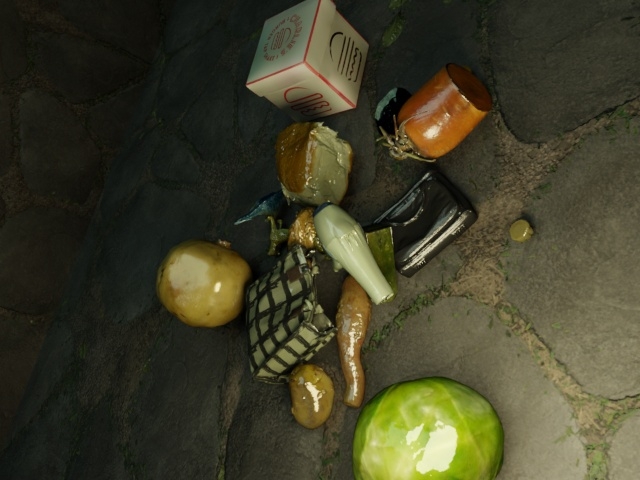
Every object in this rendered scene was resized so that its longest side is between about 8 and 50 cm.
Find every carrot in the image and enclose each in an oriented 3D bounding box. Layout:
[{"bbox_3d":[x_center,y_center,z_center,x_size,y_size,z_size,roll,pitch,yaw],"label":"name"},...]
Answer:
[{"bbox_3d":[0.329,-0.346,1.552,0.331,0.193,0.214,-41,4,21],"label":"carrot"}]

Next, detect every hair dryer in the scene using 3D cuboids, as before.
[{"bbox_3d":[0.095,0.072,1.439,0.118,0.298,0.296,-30,51,-11],"label":"hair dryer"}]

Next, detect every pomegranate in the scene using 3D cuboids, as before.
[{"bbox_3d":[-0.399,0.140,1.883,0.332,0.332,0.333,-22,54,33],"label":"pomegranate"}]

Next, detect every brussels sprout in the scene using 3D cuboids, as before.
[{"bbox_3d":[0.211,0.457,1.155,0.281,0.289,0.355,43,122,36],"label":"brussels sprout"}]

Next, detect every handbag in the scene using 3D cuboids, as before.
[{"bbox_3d":[0.280,-0.055,1.525,0.275,0.088,0.244,-45,40,16],"label":"handbag"},{"bbox_3d":[-0.096,0.217,1.618,0.327,0.162,0.325,-48,39,39],"label":"handbag"}]

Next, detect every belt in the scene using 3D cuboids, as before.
[{"bbox_3d":[0.253,-0.402,1.746,0.151,0.078,0.199,-24,55,37],"label":"belt"}]

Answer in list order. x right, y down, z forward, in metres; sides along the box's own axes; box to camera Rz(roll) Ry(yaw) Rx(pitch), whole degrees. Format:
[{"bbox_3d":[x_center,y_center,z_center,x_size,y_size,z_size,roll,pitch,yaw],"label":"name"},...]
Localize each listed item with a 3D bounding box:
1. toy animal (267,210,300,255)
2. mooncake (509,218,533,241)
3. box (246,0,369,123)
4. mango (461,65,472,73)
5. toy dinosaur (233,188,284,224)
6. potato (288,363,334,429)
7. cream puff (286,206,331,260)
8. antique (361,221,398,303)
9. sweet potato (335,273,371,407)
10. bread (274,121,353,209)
[{"bbox_3d":[-0.108,-0.024,1.888,0.181,0.073,0.136,-10,68,26],"label":"toy animal"},{"bbox_3d":[0.608,-0.053,1.231,0.346,0.057,0.151,9,87,43],"label":"mooncake"},{"bbox_3d":[-0.041,-0.660,2.004,0.312,0.300,0.315,-5,65,42],"label":"box"},{"bbox_3d":[0.426,-0.489,1.652,0.078,0.057,0.114,13,68,50],"label":"mango"},{"bbox_3d":[-0.195,-0.127,1.951,0.076,0.363,0.147,42,142,11],"label":"toy dinosaur"},{"bbox_3d":[-0.026,0.433,1.505,0.137,0.137,0.176,-8,83,40],"label":"potato"},{"bbox_3d":[0.000,0.000,1.717,0.168,0.183,0.183,21,82,22],"label":"cream puff"},{"bbox_3d":[0.156,0.068,1.486,0.081,0.080,0.221,-151,50,-65],"label":"antique"},{"bbox_3d":[0.090,0.264,1.503,0.109,0.109,0.386,-18,56,35],"label":"sweet potato"},{"bbox_3d":[-0.029,-0.235,1.809,0.250,0.224,0.279,6,82,51],"label":"bread"}]
